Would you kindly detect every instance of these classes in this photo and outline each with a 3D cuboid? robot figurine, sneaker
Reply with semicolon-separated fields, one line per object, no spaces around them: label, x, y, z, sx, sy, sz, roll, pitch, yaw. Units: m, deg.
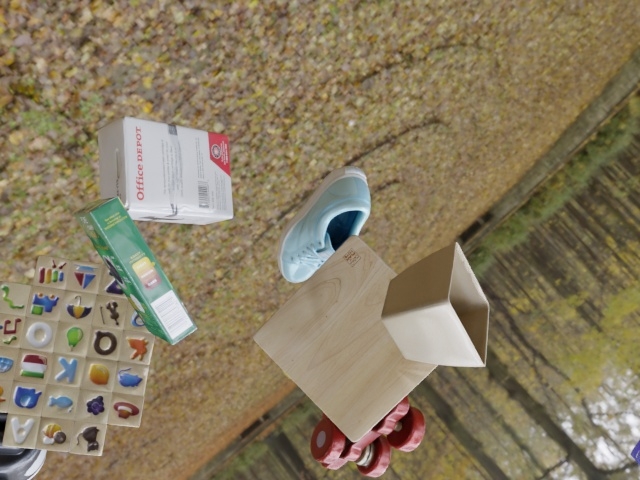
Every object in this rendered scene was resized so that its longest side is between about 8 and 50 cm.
robot figurine;-0.705;0.457;1.465;0.209;0.173;0.278;-46;171;-37
sneaker;0.000;0.000;1.525;0.135;0.150;0.366;12;132;-22

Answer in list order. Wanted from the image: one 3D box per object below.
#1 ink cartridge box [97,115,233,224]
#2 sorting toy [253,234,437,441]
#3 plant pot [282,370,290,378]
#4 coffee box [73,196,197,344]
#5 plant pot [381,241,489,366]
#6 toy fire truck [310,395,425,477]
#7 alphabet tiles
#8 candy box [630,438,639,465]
ink cartridge box;-0.333;-0.144;1.412;0.114;0.197;0.273;-11;171;41
sorting toy;0.064;0.166;1.145;0.257;0.255;0.089;-46;175;8
plant pot;-0.053;0.303;1.660;0.134;0.134;0.095;-27;159;-46
coffee box;-0.224;0.035;0.784;0.040;0.184;0.113;-35;-164;-24
plant pot;0.135;0.085;0.778;0.096;0.109;0.109;-18;-151;28
toy fire truck;0.096;0.385;1.513;0.302;0.169;0.254;-50;-152;32
alphabet tiles;-0.454;0.208;1.178;0.011;0.285;0.343;161;-62;-76
candy box;0.752;0.368;1.098;0.317;0.268;0.122;-23;136;-19
